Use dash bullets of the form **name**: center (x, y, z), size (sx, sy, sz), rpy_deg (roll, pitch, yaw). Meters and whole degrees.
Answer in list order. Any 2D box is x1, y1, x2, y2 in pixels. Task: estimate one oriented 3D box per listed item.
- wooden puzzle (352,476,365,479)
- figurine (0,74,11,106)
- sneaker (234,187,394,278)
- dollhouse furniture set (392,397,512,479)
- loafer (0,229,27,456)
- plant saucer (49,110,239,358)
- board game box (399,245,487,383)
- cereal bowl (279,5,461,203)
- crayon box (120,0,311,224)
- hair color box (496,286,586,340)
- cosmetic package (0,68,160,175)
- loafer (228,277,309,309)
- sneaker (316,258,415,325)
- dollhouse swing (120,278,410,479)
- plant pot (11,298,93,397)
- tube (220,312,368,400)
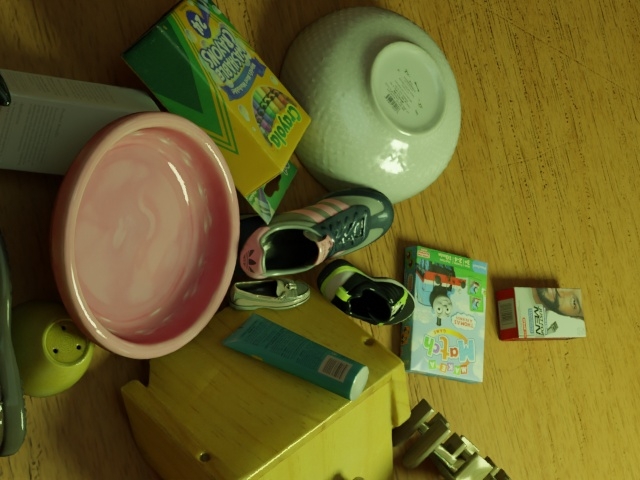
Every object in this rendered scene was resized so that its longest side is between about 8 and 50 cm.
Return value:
- **wooden puzzle**: center (0.118, 0.477, 1.692), size (0.238, 0.044, 0.221), rpy_deg (58, 13, -54)
- **figurine**: center (-0.511, -0.244, 1.459), size (0.215, 0.092, 0.209), rpy_deg (1, 44, -33)
- **sneaker**: center (0.000, 0.000, 1.772), size (0.319, 0.131, 0.112), rpy_deg (-16, 114, -28)
- **dollhouse furniture set**: center (0.210, 0.411, 1.819), size (0.161, 0.242, 0.212), rpy_deg (-46, 112, 3)
- **loafer**: center (-0.463, 0.101, 1.457), size (0.130, 0.134, 0.366), rpy_deg (-9, 85, -35)
- **plant saucer**: center (-0.244, -0.008, 1.563), size (0.332, 0.084, 0.332), rpy_deg (-9, 101, -53)
- **board game box**: center (0.210, 0.128, 1.968), size (0.160, 0.039, 0.211), rpy_deg (13, 74, -32)
- **cereal bowl**: center (0.107, -0.232, 1.911), size (0.339, 0.141, 0.339), rpy_deg (8, 77, -34)
- **crayon box**: center (-0.130, -0.205, 1.719), size (0.323, 0.083, 0.203), rpy_deg (50, 27, -15)
- **hair color box**: center (0.399, 0.133, 2.087), size (0.167, 0.053, 0.093), rpy_deg (2, 78, -35)
- **cosmetic package**: center (-0.347, -0.156, 1.591), size (0.231, 0.085, 0.117), rpy_deg (5, 120, -35)
- **loafer**: center (-0.074, 0.076, 1.718), size (0.125, 0.039, 0.045), rpy_deg (-6, 46, -16)
- **sneaker**: center (0.082, 0.106, 1.815), size (0.235, 0.097, 0.084), rpy_deg (22, 110, -48)
- **dollhouse swing**: center (-0.075, 0.309, 1.726), size (0.315, 0.305, 0.347), rpy_deg (38, 51, 26)
- **plant pot**: center (-0.357, 0.139, 1.546), size (0.134, 0.095, 0.134), rpy_deg (8, 75, -33)
- **tube**: center (-0.033, 0.162, 1.635), size (0.080, 0.207, 0.052), rpy_deg (-40, 145, -48)
